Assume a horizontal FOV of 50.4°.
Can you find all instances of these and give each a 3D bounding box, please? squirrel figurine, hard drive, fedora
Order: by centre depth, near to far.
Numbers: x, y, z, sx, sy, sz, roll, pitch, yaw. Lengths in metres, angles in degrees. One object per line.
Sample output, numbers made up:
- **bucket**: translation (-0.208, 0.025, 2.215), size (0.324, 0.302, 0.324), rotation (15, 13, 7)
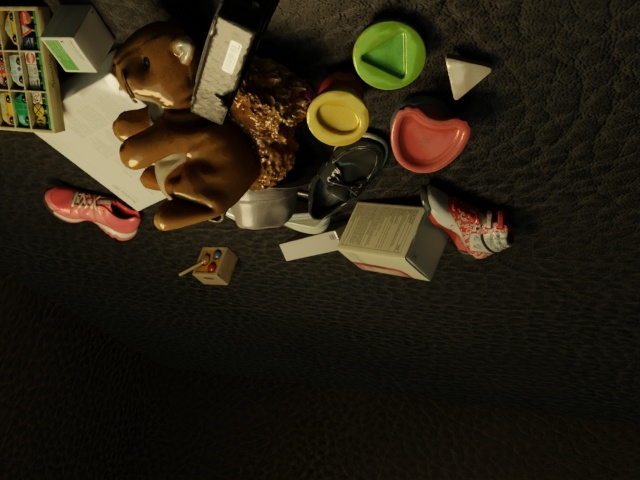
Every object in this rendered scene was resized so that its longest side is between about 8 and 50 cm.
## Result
- **hard drive**: translation (-0.092, -0.367, 1.002), size (0.064, 0.339, 0.237), rotation (24, 154, -9)
- **squirrel figurine**: translation (-0.226, -0.266, 1.379), size (0.396, 0.281, 0.371), rotation (-13, 118, -7)
- **fedora**: translation (-0.145, -0.101, 1.639), size (0.243, 0.275, 0.124), rotation (3, 109, 12)

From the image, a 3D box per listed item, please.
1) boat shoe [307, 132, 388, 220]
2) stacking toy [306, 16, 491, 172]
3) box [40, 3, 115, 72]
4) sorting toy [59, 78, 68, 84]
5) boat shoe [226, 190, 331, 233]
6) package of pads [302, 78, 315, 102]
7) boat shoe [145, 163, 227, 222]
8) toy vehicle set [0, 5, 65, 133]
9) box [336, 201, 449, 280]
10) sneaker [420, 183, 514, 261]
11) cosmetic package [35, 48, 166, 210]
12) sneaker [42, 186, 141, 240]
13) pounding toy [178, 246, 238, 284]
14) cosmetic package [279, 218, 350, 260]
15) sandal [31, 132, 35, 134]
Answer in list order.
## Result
- **boat shoe**: translation (0.050, -0.139, 1.618), size (0.127, 0.113, 0.340), rotation (27, 152, -19)
- **stacking toy**: translation (0.154, -0.295, 1.316), size (0.308, 0.130, 0.280), rotation (20, 128, -11)
- **box**: translation (-0.505, -0.421, 1.421), size (0.087, 0.102, 0.101), rotation (5, 151, 19)
- **sorting toy**: translation (-0.736, -0.401, 1.633), size (0.365, 0.127, 0.126), rotation (26, 130, -22)
- **boat shoe**: translation (-0.124, -0.100, 1.812), size (0.320, 0.118, 0.103), rotation (14, 148, -2)
- **package of pads**: translation (-0.057, -0.311, 1.439), size (0.083, 0.032, 0.050), rotation (-2, 148, 34)
- **boat shoe**: translation (-0.332, -0.150, 1.635), size (0.109, 0.091, 0.305), rotation (-25, 137, 28)
- **toy vehicle set**: translation (-0.654, -0.373, 1.491), size (0.166, 0.035, 0.267), rotation (6, 110, 21)
- **box**: translation (0.183, -0.001, 1.718), size (0.232, 0.149, 0.127), rotation (9, 157, 46)
- **sneaker**: translation (0.360, -0.060, 1.624), size (0.145, 0.090, 0.270), rotation (-20, 130, 33)
- **cosmetic package**: translation (-0.468, -0.250, 1.654), size (0.284, 0.097, 0.377), rotation (-22, 138, 23)
- **sneaker**: translation (-0.722, -0.113, 2.187), size (0.313, 0.116, 0.136), rotation (22, 144, -24)
- **pounding toy**: translation (-0.380, 0.087, 2.310), size (0.141, 0.130, 0.100), rotation (0, 149, 32)
- **cosmetic package**: translation (0.000, 0.000, 1.927), size (0.239, 0.099, 0.060), rotation (-13, 105, 47)
- **sandal**: translation (-0.777, -0.316, 1.881), size (0.067, 0.040, 0.179), rotation (-3, 163, 46)
